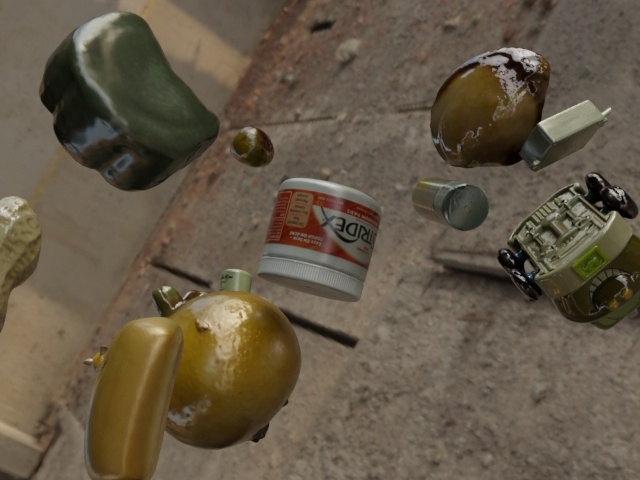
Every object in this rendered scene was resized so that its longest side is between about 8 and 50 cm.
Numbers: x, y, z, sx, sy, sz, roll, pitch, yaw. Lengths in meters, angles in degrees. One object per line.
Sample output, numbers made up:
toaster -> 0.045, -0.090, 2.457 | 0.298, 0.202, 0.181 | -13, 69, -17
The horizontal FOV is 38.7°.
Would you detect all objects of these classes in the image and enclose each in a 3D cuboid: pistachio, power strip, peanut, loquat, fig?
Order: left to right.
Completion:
peanut -> -0.589, 0.062, 1.641 | 0.120, 0.136, 0.298 | -5, 56, 38
loquat -> -0.208, 0.232, 1.795 | 0.328, 0.359, 0.328 | -37, 2, 2
fig -> -0.142, -0.177, 1.760 | 0.098, 0.082, 0.084 | -10, 7, 25
pistachio -> 0.258, -0.195, 1.359 | 0.210, 0.165, 0.130 | -49, 1, 28
power strip -> 0.363, -0.159, 1.315 | 0.175, 0.042, 0.075 | -25, -23, -26

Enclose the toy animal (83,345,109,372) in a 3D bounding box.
toy animal -> -0.328, 0.183, 1.420 | 0.060, 0.083, 0.081 | -30, 53, 23

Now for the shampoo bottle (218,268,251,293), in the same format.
shampoo bottle -> -0.215, 0.156, 2.245 | 0.079, 0.079, 0.162 | -22, 57, 52

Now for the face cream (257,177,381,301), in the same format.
face cream -> 0.000, 0.000, 1.695 | 0.201, 0.201, 0.187 | -3, 70, 61

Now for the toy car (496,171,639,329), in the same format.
toy car -> 0.404, 0.039, 1.349 | 0.204, 0.198, 0.248 | -42, 13, 11

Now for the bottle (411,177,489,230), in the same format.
bottle -> 0.224, -0.067, 1.603 | 0.082, 0.082, 0.286 | -56, 7, 3

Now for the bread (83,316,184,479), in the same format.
bread -> -0.233, 0.199, 1.125 | 0.147, 0.098, 0.217 | 125, 156, -73

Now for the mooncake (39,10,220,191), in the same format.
mooncake -> -0.188, -0.138, 0.904 | 0.104, 0.168, 0.175 | -38, 56, 44
